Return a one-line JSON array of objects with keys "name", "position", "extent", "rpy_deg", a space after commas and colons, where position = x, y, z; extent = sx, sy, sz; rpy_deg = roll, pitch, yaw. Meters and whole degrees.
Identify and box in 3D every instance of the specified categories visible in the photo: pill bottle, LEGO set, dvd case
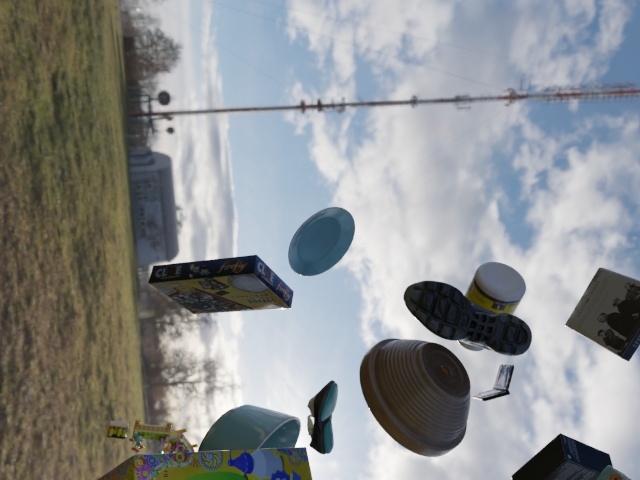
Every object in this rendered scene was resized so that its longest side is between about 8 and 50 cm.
[{"name": "pill bottle", "position": [0.386, 0.161, 1.394], "extent": [0.117, 0.117, 0.214], "rpy_deg": [-115, -153, -42]}, {"name": "LEGO set", "position": [-0.420, 0.554, 1.557], "extent": [0.287, 0.132, 0.107], "rpy_deg": [45, 24, -35]}, {"name": "dvd case", "position": [0.702, 0.169, 1.432], "extent": [0.179, 0.030, 0.238], "rpy_deg": [-60, -169, 5]}]

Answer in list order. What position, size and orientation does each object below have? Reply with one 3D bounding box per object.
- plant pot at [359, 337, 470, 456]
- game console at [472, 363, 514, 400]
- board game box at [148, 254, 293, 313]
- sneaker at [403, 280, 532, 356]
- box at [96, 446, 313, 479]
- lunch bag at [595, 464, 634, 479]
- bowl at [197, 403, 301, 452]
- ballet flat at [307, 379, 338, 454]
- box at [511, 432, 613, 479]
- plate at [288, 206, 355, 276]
[{"name": "plant pot", "position": [0.198, 0.268, 1.113], "extent": [0.109, 0.238, 0.237], "rpy_deg": [-51, -135, 33]}, {"name": "game console", "position": [0.460, 0.379, 1.595], "extent": [0.122, 0.107, 0.071], "rpy_deg": [89, -14, -78]}, {"name": "board game box", "position": [-0.199, 0.095, 1.215], "extent": [0.165, 0.244, 0.042], "rpy_deg": [52, 39, -51]}, {"name": "sneaker", "position": [0.273, 0.160, 1.167], "extent": [0.101, 0.268, 0.106], "rpy_deg": [-67, -171, -13]}, {"name": "box", "position": [-0.147, 0.449, 0.793], "extent": [0.177, 0.279, 0.289], "rpy_deg": [-40, -128, 37]}, {"name": "lunch bag", "position": [0.821, 0.740, 1.533], "extent": [0.262, 0.160, 0.223], "rpy_deg": [53, -11, -35]}, {"name": "bowl", "position": [-0.206, 0.556, 1.564], "extent": [0.163, 0.311, 0.311], "rpy_deg": [29, -46, 22]}, {"name": "ballet flat", "position": [-0.002, 0.427, 1.456], "extent": [0.074, 0.074, 0.203], "rpy_deg": [-138, -132, -63]}, {"name": "box", "position": [0.752, 0.741, 1.864], "extent": [0.261, 0.184, 0.103], "rpy_deg": [-61, -174, 34]}, {"name": "plate", "position": [0.000, 0.000, 1.386], "extent": [0.024, 0.188, 0.188], "rpy_deg": [43, -41, 41]}]
